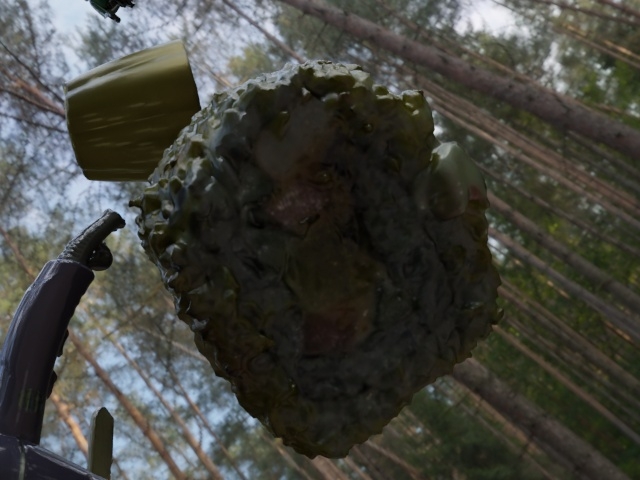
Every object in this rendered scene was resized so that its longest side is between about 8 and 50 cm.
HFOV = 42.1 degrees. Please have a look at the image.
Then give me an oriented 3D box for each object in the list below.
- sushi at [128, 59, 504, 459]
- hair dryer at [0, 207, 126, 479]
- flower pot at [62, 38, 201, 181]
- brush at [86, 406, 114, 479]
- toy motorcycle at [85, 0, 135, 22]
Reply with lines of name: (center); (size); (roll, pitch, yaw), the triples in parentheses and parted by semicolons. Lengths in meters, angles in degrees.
sushi: (0.000, 0.000, 0.929); (0.351, 0.240, 0.396); (-33, -78, -7)
hair dryer: (-0.236, 0.138, 0.811); (0.301, 0.121, 0.361); (27, -116, -37)
flower pot: (-0.256, -0.167, 1.160); (0.179, 0.195, 0.195); (-14, -46, -10)
brush: (-0.299, 0.380, 1.091); (0.020, 0.336, 0.085); (-14, -35, 16)
toy motorcycle: (-0.330, -0.376, 1.252); (0.100, 0.173, 0.058); (30, -90, -21)
